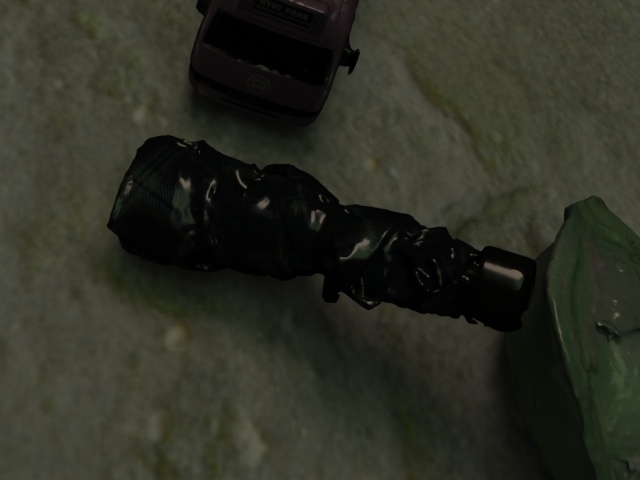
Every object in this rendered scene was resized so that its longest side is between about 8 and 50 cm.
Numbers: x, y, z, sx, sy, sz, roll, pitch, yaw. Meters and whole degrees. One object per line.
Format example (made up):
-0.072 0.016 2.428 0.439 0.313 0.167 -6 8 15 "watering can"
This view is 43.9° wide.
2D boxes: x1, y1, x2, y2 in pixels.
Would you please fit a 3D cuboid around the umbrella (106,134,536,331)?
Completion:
0.001 -0.001 0.423 0.224 0.071 0.080 15 64 19 "umbrella"

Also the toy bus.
-0.013 -0.178 0.504 0.096 0.108 0.198 18 62 -9 "toy bus"

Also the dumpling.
0.159 0.062 0.428 0.105 0.149 0.216 -1 67 0 "dumpling"
